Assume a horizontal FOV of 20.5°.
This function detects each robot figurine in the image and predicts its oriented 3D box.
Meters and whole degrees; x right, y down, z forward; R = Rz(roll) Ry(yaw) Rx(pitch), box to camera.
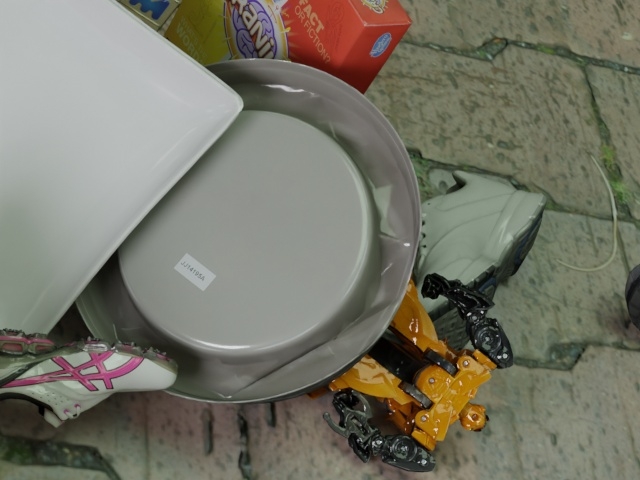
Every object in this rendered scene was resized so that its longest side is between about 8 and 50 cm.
[{"bbox_3d":[0.052,0.098,1.808,0.291,0.085,0.211,39,82,-2],"label":"robot figurine"}]

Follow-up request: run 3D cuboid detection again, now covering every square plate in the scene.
[{"bbox_3d":[-0.308,-0.101,1.700,0.344,0.049,0.347,38,80,11],"label":"square plate"}]

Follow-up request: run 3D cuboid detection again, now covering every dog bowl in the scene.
[{"bbox_3d":[-0.070,0.001,1.727,0.349,0.102,0.348,-3,71,8],"label":"dog bowl"}]

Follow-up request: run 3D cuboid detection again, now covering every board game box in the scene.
[{"bbox_3d":[-0.053,-0.210,1.891,0.064,0.316,0.242,-9,57,-38],"label":"board game box"}]

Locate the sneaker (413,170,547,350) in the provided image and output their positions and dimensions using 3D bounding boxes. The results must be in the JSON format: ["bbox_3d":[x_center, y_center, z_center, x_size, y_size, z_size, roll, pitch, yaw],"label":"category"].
[{"bbox_3d":[0.148,0.022,1.986,0.129,0.111,0.297,26,37,13],"label":"sneaker"}]

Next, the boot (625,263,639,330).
[{"bbox_3d":[0.470,0.023,2.178,0.338,0.118,0.222,14,42,-36],"label":"boot"}]

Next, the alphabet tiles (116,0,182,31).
[{"bbox_3d":[-0.307,-0.323,2.059,0.285,0.011,0.342,33,42,-2],"label":"alphabet tiles"}]

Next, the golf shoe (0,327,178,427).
[{"bbox_3d":[-0.222,0.128,1.604,0.186,0.067,0.086,5,82,-14],"label":"golf shoe"}]
